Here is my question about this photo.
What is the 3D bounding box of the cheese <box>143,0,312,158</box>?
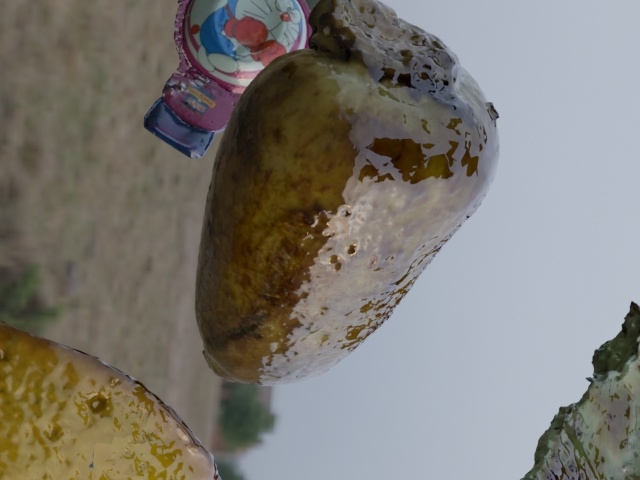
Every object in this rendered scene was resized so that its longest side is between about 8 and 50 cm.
[{"bbox_3d":[-0.059,-0.119,1.097,0.145,0.095,0.038,-58,-179,-16],"label":"cheese"}]

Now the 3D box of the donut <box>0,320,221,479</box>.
[{"bbox_3d":[-0.122,0.097,0.604,0.162,0.178,0.065,72,32,-41],"label":"donut"}]

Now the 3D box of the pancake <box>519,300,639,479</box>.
[{"bbox_3d":[0.170,0.207,1.000,0.054,0.197,0.377,-19,-124,38],"label":"pancake"}]

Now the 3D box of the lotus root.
[{"bbox_3d":[0.000,0.000,0.661,0.094,0.108,0.191,57,-44,38],"label":"lotus root"}]
